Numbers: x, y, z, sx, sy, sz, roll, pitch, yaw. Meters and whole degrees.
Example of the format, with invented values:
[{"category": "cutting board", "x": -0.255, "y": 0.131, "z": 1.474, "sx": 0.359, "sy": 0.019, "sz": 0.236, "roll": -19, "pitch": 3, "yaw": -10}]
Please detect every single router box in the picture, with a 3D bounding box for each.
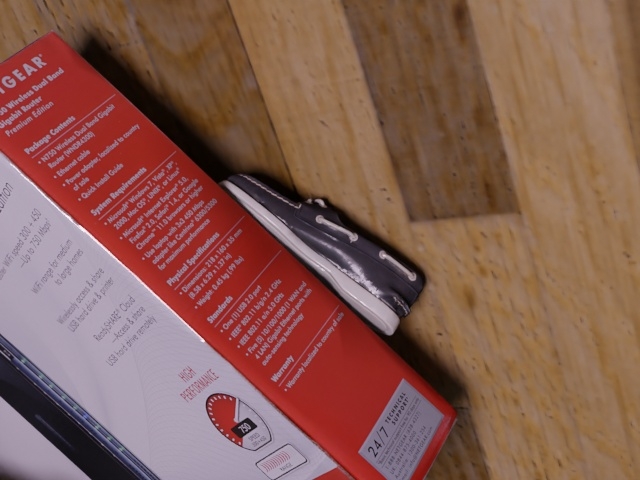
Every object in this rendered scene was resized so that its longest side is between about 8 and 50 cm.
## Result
[{"category": "router box", "x": -0.132, "y": 0.090, "z": 0.625, "sx": 0.301, "sy": 0.082, "sz": 0.335, "roll": 43, "pitch": 137, "yaw": -3}]

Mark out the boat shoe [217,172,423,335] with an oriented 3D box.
[{"category": "boat shoe", "x": 0.000, "y": 0.000, "z": 0.549, "sx": 0.125, "sy": 0.038, "sz": 0.046, "roll": 36, "pitch": 161, "yaw": 7}]
